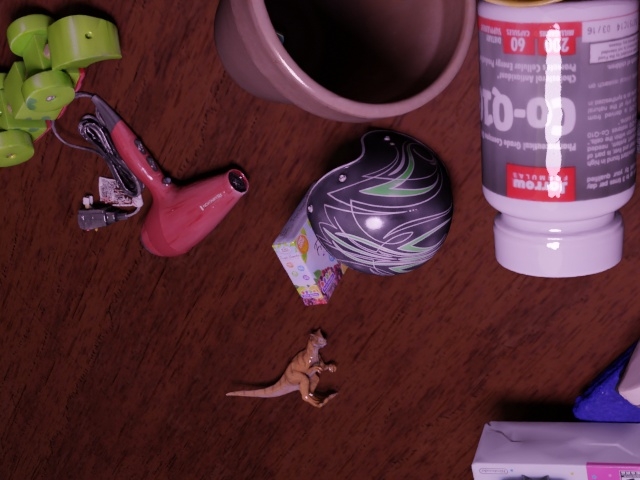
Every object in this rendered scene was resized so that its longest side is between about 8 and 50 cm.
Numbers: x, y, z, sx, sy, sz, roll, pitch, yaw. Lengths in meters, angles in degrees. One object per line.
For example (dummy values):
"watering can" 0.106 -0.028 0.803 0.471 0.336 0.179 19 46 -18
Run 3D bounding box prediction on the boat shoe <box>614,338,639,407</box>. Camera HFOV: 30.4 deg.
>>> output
"boat shoe" 0.482 0.146 1.287 0.158 0.127 0.340 33 159 -8

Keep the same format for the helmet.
"helmet" 0.073 -0.036 1.423 0.169 0.161 0.169 14 132 16

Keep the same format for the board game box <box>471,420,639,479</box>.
"board game box" 0.339 0.387 1.555 0.224 0.097 0.303 -3 119 22

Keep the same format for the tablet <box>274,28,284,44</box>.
"tablet" -0.057 -0.220 1.443 0.054 0.006 0.083 29 135 1

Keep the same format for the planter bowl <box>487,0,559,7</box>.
"planter bowl" 0.213 -0.332 1.136 0.217 0.090 0.217 4 98 26

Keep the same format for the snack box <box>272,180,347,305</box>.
"snack box" 0.000 0.000 1.504 0.037 0.141 0.100 -11 122 34

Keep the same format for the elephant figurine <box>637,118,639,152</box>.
"elephant figurine" 0.440 -0.065 1.214 0.239 0.169 0.186 28 140 -3

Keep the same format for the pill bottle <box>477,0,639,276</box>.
"pill bottle" 0.246 -0.115 1.224 0.161 0.161 0.283 4 110 23

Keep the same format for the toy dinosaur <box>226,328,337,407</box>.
"toy dinosaur" -0.034 0.206 1.761 0.112 0.064 0.211 48 124 7

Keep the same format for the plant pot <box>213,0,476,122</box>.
"plant pot" -0.002 -0.239 1.248 0.263 0.263 0.229 46 157 -14

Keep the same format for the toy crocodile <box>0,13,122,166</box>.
"toy crocodile" -0.380 -0.193 1.565 0.340 0.105 0.115 -39 63 43

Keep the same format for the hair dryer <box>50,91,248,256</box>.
"hair dryer" -0.233 -0.076 1.599 0.293 0.080 0.224 9 130 19

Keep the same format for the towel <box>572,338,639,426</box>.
"towel" 0.506 0.231 1.504 0.308 0.076 0.228 34 127 -3
